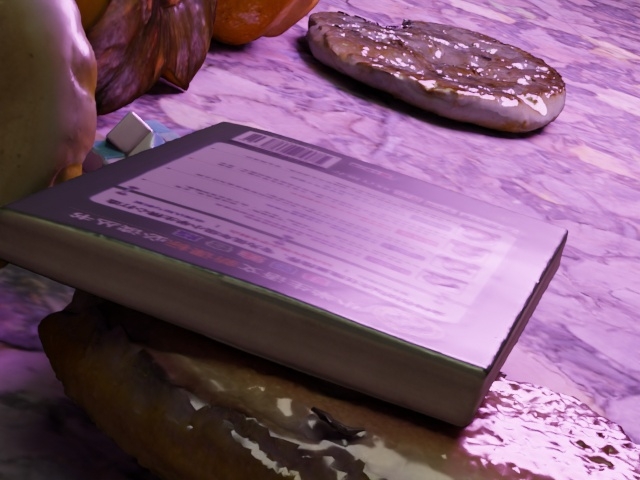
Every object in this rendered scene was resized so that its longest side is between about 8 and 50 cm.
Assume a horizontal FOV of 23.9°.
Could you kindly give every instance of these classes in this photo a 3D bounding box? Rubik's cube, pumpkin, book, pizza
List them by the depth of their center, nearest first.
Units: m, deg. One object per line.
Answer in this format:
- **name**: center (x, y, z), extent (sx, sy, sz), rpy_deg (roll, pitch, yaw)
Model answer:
- **pizza**: center (0.018, 0.091, 0.605), extent (0.305, 0.085, 0.161), rpy_deg (22, 19, 21)
- **book**: center (0.000, 0.000, 0.687), extent (0.202, 0.027, 0.264), rpy_deg (19, 16, 11)
- **Rubik's cube**: center (-0.097, -0.030, 0.828), extent (0.073, 0.084, 0.075), rpy_deg (-8, 49, -40)
- **pumpkin**: center (-0.123, -0.214, 1.059), extent (0.095, 0.290, 0.258), rpy_deg (13, 5, 12)

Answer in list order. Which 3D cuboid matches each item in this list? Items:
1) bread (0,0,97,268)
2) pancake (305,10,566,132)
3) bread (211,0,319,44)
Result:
- **bread**: center (-0.206, -0.060, 0.678), extent (0.213, 0.213, 0.105), rpy_deg (14, -11, -9)
- **pancake**: center (0.105, -0.154, 1.347), extent (0.254, 0.037, 0.253), rpy_deg (14, 22, -6)
- **bread**: center (-0.146, -0.311, 1.337), extent (0.337, 0.148, 0.328), rpy_deg (25, 22, -16)
